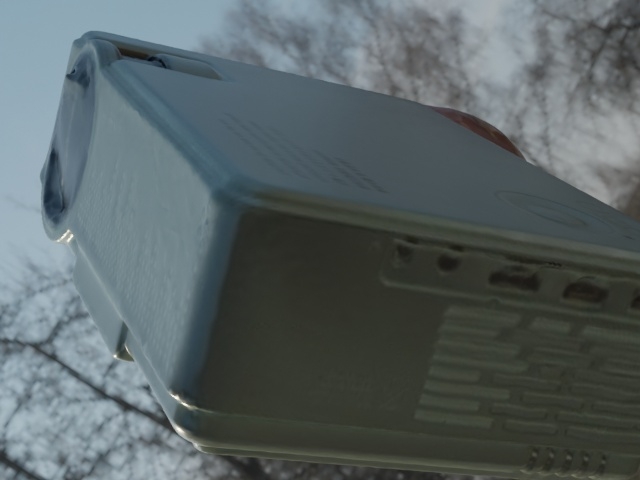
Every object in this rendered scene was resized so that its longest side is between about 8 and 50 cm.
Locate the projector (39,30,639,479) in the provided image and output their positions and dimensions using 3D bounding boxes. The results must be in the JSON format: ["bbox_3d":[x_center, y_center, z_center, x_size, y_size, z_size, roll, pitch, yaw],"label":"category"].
[{"bbox_3d":[0.000,0.000,0.502,0.257,0.192,0.099,43,119,61],"label":"projector"}]

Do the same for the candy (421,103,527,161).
[{"bbox_3d":[0.039,0.033,0.824,0.255,0.094,0.255,-14,-44,-14],"label":"candy"}]
